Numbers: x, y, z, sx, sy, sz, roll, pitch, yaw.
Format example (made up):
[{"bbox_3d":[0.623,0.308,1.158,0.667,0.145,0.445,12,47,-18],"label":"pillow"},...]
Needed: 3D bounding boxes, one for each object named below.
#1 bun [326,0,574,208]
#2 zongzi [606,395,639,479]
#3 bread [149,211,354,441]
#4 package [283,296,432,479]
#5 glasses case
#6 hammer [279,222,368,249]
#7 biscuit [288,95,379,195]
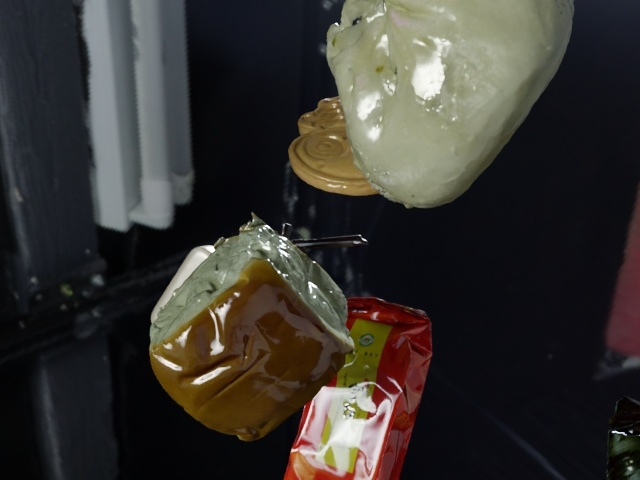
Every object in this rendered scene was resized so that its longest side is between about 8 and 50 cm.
[{"bbox_3d":[0.138,-0.218,1.212,0.234,0.326,0.362,29,-118,-19],"label":"bun"},{"bbox_3d":[0.349,0.337,0.847,0.362,0.383,0.319,-34,-18,-52],"label":"zongzi"},{"bbox_3d":[-0.106,0.148,1.599,0.279,0.225,0.250,-42,-66,7],"label":"bread"},{"bbox_3d":[0.068,0.310,1.851,0.123,0.196,0.424,13,-89,-65],"label":"package"},{"bbox_3d":[-0.235,0.098,1.883,0.196,0.083,0.050,-54,-16,21],"label":"glasses case"},{"bbox_3d":[0.000,0.000,1.699,0.021,0.178,0.065,25,-113,-51],"label":"hammer"},{"bbox_3d":[0.054,-0.157,1.610,0.202,0.289,0.044,-1,-54,3],"label":"biscuit"}]
